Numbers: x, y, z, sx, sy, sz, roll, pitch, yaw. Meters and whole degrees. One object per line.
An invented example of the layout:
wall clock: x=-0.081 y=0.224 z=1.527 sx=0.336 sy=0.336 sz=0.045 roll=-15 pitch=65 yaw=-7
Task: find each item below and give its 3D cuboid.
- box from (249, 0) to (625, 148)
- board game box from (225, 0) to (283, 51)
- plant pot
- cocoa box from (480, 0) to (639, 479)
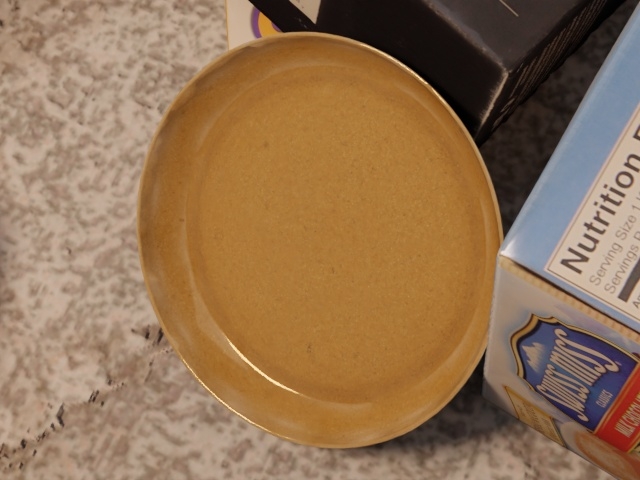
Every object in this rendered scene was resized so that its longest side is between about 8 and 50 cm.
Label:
box: x=0.067 y=-0.275 z=0.881 sx=0.343 sy=0.179 sz=0.312 roll=42 pitch=74 yaw=8
board game box: x=0.002 y=-0.147 z=0.956 sx=0.124 sy=0.039 sz=0.259 roll=-4 pitch=77 yaw=2
plant pot: x=0.000 y=0.000 z=0.861 sx=0.236 sy=0.032 sz=0.236 roll=6 pitch=102 yaw=28
cocoa box: x=0.227 y=0.009 z=0.733 sx=0.228 sy=0.347 sz=0.231 roll=29 pitch=79 yaw=12
